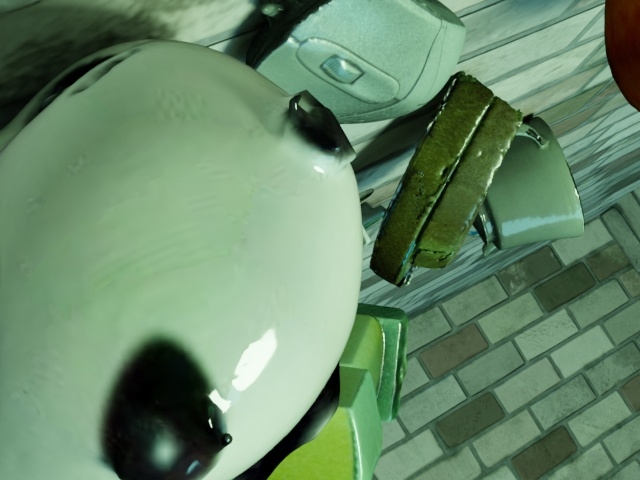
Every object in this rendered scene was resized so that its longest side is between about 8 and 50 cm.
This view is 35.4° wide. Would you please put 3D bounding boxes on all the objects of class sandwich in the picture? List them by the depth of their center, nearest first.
[{"bbox_3d":[0.127,-0.049,0.997,0.235,0.079,0.159,-64,170,18],"label":"sandwich"}]

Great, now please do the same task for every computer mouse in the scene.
[{"bbox_3d":[0.034,-0.118,0.651,0.113,0.068,0.229,-38,167,26],"label":"computer mouse"}]

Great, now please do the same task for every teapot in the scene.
[{"bbox_3d":[0.232,-0.063,1.268,0.149,0.162,0.239,-20,144,3],"label":"teapot"}]

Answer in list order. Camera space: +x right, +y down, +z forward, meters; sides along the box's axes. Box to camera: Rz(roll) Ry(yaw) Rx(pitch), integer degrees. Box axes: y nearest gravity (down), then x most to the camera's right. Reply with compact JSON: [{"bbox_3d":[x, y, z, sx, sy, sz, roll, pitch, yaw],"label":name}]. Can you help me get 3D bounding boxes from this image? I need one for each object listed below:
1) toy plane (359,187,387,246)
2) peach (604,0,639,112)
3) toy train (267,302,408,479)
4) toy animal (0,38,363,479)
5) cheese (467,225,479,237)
[{"bbox_3d":[-0.002,-0.003,1.045,0.174,0.080,0.174,-29,171,-5],"label":"toy plane"},{"bbox_3d":[0.339,-0.192,0.712,0.238,0.281,0.281,21,148,-16],"label":"peach"},{"bbox_3d":[-0.062,0.131,0.869,0.253,0.160,0.397,5,-168,9],"label":"toy train"},{"bbox_3d":[-0.086,0.030,0.534,0.251,0.251,0.310,-27,176,-16],"label":"toy animal"},{"bbox_3d":[0.230,-0.035,1.554,0.250,0.064,0.156,-17,166,-7],"label":"cheese"}]
